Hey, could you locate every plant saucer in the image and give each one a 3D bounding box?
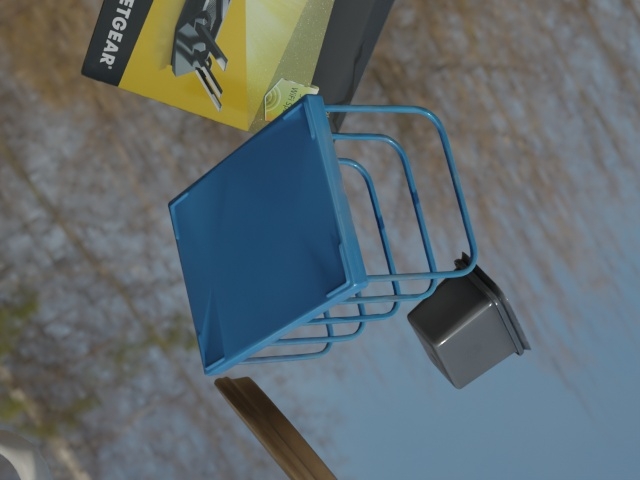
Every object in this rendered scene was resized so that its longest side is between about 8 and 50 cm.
[{"bbox_3d":[-0.024,0.262,1.978,0.041,0.278,0.278,-39,-167,-6],"label":"plant saucer"}]

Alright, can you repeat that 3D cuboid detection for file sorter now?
[{"bbox_3d":[0.000,0.000,1.043,0.104,0.118,0.170,-1,160,-36],"label":"file sorter"}]

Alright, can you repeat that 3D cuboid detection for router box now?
[{"bbox_3d":[-0.052,-0.251,1.499,0.081,0.243,0.309,-86,-164,-59],"label":"router box"}]

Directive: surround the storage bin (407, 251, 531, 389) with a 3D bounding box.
[{"bbox_3d":[0.147,0.087,1.770,0.091,0.135,0.098,-38,-126,-6],"label":"storage bin"}]

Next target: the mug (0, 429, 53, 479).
[{"bbox_3d":[-0.398,0.422,2.114,0.328,0.374,0.276,-11,177,39],"label":"mug"}]
